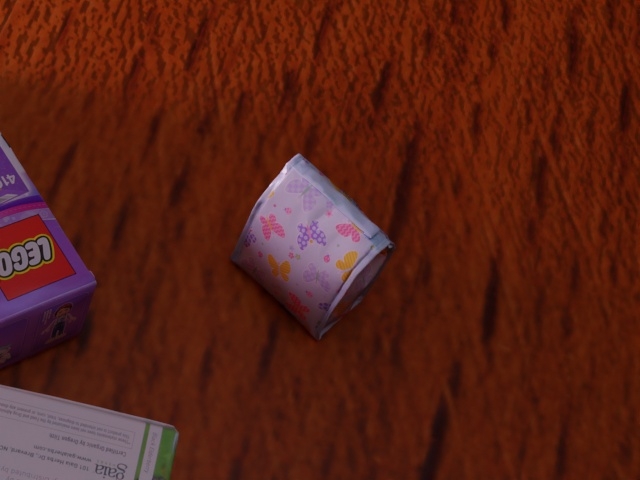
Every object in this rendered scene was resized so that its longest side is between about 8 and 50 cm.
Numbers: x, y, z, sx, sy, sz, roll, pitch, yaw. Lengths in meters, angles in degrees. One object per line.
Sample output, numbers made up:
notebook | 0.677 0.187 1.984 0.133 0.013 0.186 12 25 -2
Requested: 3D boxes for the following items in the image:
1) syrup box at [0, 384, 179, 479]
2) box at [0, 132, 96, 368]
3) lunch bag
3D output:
syrup box | -0.134 0.189 0.697 0.096 0.093 0.237 15 54 -10
box | -0.284 0.008 0.788 0.293 0.057 0.201 -23 67 -30
lunch bag | 0.000 0.000 0.876 0.071 0.083 0.053 41 55 11
